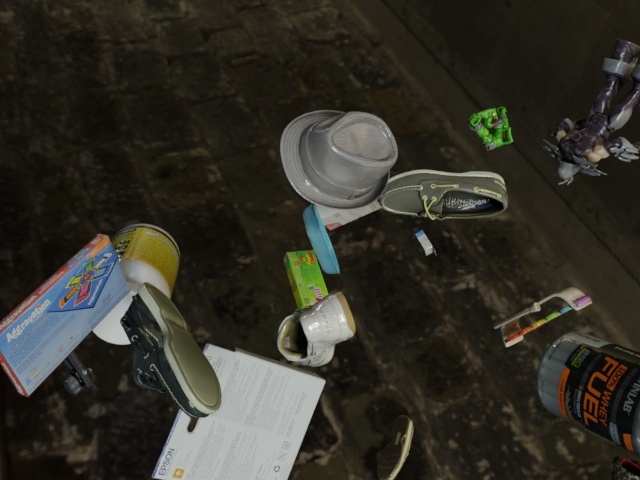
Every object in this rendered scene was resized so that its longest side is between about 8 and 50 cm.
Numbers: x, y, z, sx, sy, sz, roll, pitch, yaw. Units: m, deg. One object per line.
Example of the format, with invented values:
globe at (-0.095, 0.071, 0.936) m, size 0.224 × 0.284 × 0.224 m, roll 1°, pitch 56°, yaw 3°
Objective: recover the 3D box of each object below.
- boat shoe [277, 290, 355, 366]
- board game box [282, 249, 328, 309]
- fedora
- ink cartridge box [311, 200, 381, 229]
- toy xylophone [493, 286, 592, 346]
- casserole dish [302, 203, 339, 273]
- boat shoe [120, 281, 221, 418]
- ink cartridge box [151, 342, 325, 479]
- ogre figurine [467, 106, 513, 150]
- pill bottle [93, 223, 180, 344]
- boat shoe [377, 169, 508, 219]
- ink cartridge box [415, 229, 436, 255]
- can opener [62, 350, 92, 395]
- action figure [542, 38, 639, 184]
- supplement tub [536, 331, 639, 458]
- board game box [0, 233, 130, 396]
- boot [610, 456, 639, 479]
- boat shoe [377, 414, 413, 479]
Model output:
boat shoe at (-0.028, 0.156, 0.998) m, size 0.277 × 0.096 × 0.098 m, roll 117°, pitch 133°, yaw -63°
board game box at (-0.042, 0.119, 1.821) m, size 0.043 × 0.092 × 0.181 m, roll -55°, pitch 47°, yaw 51°
fedora at (0.062, -0.197, 1.328) m, size 0.124 × 0.276 × 0.243 m, roll -32°, pitch 63°, yaw 55°
ink cartridge box at (0.087, -0.106, 1.598) m, size 0.067 × 0.198 × 0.115 m, roll 70°, pitch -168°, yaw 19°
toy xylophone at (0.710, 0.254, 1.993) m, size 0.081 × 0.236 × 0.322 m, roll 63°, pitch 143°, yaw 17°
casserole dish at (0.000, 0.000, 1.379) m, size 0.114 × 0.037 × 0.188 m, roll -105°, pitch -5°, yaw -49°
boat shoe at (-0.287, 0.212, 1.089) m, size 0.340 × 0.113 × 0.127 m, roll 47°, pitch -179°, yaw 40°
ink cartridge box at (-0.190, 0.431, 1.439) m, size 0.071 × 0.330 × 0.324 m, roll 13°, pitch 80°, yaw 65°
ogre figurine at (0.516, -0.334, 1.813) m, size 0.097 × 0.197 × 0.118 m, roll -22°, pitch 89°, yaw 26°
pill bottle at (-0.447, 0.100, 1.455) m, size 0.334 × 0.188 × 0.187 m, roll -106°, pitch 10°, yaw -66°
boat shoe at (0.283, -0.100, 1.423) m, size 0.091 × 0.305 × 0.109 m, roll -86°, pitch -9°, yaw -50°
ink cartridge box at (0.333, 0.014, 1.918) m, size 0.083 × 0.028 × 0.048 m, roll 62°, pitch -177°, yaw 28°
can opener at (-0.660, 0.334, 1.620) m, size 0.073 × 0.059 × 0.186 m, roll -73°, pitch -18°, yaw -54°
action figure at (0.537, -0.224, 1.141) m, size 0.285 × 0.099 × 0.185 m, roll -58°, pitch 40°, yaw 14°
supplement tub at (0.657, 0.339, 1.303) m, size 0.338 × 0.207 × 0.207 m, roll 18°, pitch 120°, yaw 59°
board game box at (-0.460, 0.127, 1.095) m, size 0.027 × 0.281 × 0.145 m, roll 12°, pitch 131°, yaw 22°
boot at (0.614, 0.530, 1.256) m, size 0.236 × 0.085 × 0.178 m, roll -83°, pitch 0°, yaw -86°
boat shoe at (0.220, 0.587, 1.683) m, size 0.068 × 0.190 × 0.072 m, roll 5°, pitch 145°, yaw 42°
